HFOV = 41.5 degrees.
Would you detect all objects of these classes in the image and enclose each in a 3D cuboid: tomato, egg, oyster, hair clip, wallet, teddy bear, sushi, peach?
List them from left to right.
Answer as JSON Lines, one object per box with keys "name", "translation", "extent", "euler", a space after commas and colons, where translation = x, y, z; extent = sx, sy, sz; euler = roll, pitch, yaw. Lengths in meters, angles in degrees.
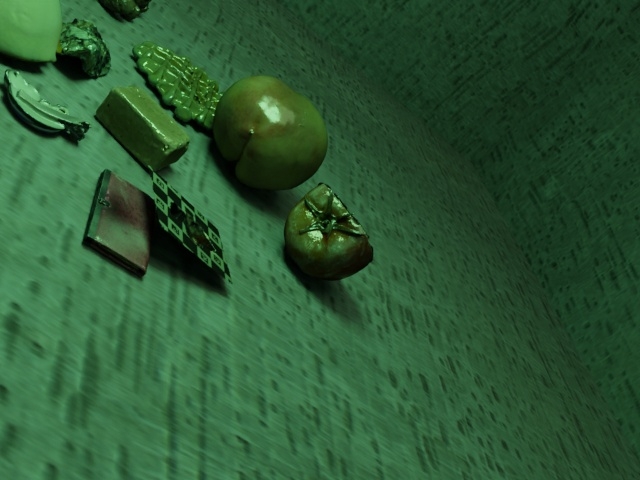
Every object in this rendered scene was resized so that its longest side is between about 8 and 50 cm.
{"name": "egg", "translation": [-0.603, -0.485, 1.632], "extent": [0.286, 0.174, 0.264], "euler": [55, 26, 16]}
{"name": "hair clip", "translation": [-0.502, -0.240, 1.538], "extent": [0.172, 0.049, 0.116], "euler": [30, 21, -30]}
{"name": "oyster", "translation": [-0.523, -0.429, 1.844], "extent": [0.199, 0.087, 0.252], "euler": [49, 8, 9]}
{"name": "wallet", "translation": [-0.345, -0.035, 1.477], "extent": [0.119, 0.025, 0.232], "euler": [36, 23, -26]}
{"name": "teddy bear", "translation": [-0.508, -0.674, 2.235], "extent": [0.140, 0.177, 0.190], "euler": [10, 10, 23]}
{"name": "sushi", "translation": [-0.256, -0.016, 1.573], "extent": [0.210, 0.040, 0.193], "euler": [45, 14, -39]}
{"name": "peach", "translation": [-0.120, -0.255, 2.001], "extent": [0.292, 0.247, 0.292], "euler": [56, 2, -2]}
{"name": "tomato", "translation": [0.000, 0.000, 1.879], "extent": [0.214, 0.155, 0.181], "euler": [48, -15, 25]}

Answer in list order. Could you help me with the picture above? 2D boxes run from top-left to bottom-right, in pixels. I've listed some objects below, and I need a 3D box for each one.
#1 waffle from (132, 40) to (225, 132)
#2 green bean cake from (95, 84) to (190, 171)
{"name": "waffle", "translation": [-0.331, -0.381, 2.125], "extent": [0.292, 0.056, 0.309], "euler": [14, 38, -56]}
{"name": "green bean cake", "translation": [-0.362, -0.232, 1.736], "extent": [0.179, 0.085, 0.109], "euler": [45, 19, 3]}
